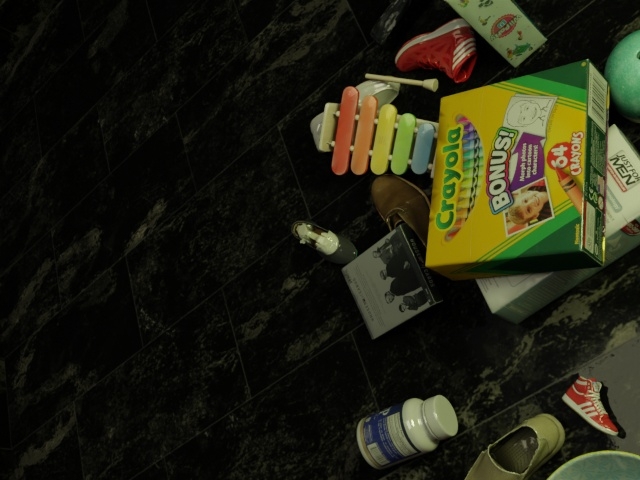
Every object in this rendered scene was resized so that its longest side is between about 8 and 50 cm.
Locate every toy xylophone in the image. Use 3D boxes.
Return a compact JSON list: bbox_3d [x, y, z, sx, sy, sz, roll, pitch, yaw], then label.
[{"bbox_3d":[0.150,-0.260,1.837,0.322,0.081,0.236,8,101,30],"label":"toy xylophone"}]

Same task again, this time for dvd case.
[{"bbox_3d":[0.147,0.092,1.720,0.238,0.029,0.179,-40,69,52],"label":"dvd case"}]

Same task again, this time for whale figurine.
[{"bbox_3d":[0.651,-0.313,1.458,0.271,0.141,0.217,0,73,37],"label":"whale figurine"}]

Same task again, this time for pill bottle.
[{"bbox_3d":[0.176,0.382,1.624,0.186,0.112,0.112,-29,57,29],"label":"pill bottle"}]

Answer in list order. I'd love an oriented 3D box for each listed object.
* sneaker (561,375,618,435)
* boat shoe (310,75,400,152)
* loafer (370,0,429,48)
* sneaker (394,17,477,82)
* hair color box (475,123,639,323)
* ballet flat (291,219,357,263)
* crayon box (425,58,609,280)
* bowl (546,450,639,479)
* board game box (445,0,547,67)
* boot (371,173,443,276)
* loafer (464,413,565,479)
[{"bbox_3d":[0.492,0.291,1.435,0.118,0.042,0.067,41,105,44],"label":"sneaker"},{"bbox_3d":[0.091,-0.300,1.968,0.277,0.098,0.096,-31,57,38],"label":"boat shoe"},{"bbox_3d":[0.202,-0.580,1.985,0.223,0.076,0.078,-53,56,17],"label":"loafer"},{"bbox_3d":[0.266,-0.412,1.864,0.221,0.087,0.128,-25,68,46],"label":"sneaker"},{"bbox_3d":[0.462,-0.023,1.531,0.374,0.113,0.185,-39,52,24],"label":"hair color box"},{"bbox_3d":[0.000,0.000,1.946,0.203,0.074,0.074,30,95,43],"label":"ballet flat"},{"bbox_3d":[0.365,-0.122,1.504,0.313,0.106,0.363,-8,66,40],"label":"crayon box"},{"bbox_3d":[0.494,0.489,1.282,0.289,0.156,0.290,-16,64,36],"label":"bowl"},{"bbox_3d":[0.325,-0.525,1.704,0.097,0.303,0.224,-41,52,21],"label":"board game box"},{"bbox_3d":[0.185,-0.055,1.780,0.112,0.115,0.305,-48,49,18],"label":"boot"},{"bbox_3d":[0.333,0.422,1.488,0.269,0.092,0.102,-54,48,11],"label":"loafer"}]
